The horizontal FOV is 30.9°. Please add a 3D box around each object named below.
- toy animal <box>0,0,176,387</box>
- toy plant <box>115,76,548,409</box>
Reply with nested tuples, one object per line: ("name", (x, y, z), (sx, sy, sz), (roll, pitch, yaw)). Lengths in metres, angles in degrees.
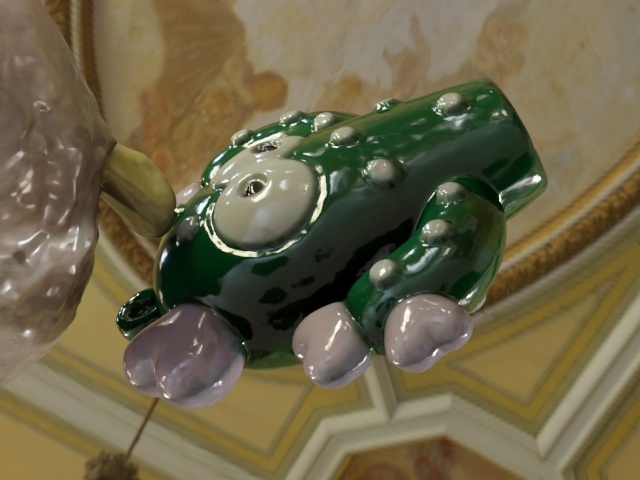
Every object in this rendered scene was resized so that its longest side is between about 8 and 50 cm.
("toy animal", (-0.227, -0.017, 0.593), (0.226, 0.188, 0.358), (47, -43, 3))
("toy plant", (-0.002, -0.002, 0.618), (0.243, 0.232, 0.112), (-13, -58, 25))
